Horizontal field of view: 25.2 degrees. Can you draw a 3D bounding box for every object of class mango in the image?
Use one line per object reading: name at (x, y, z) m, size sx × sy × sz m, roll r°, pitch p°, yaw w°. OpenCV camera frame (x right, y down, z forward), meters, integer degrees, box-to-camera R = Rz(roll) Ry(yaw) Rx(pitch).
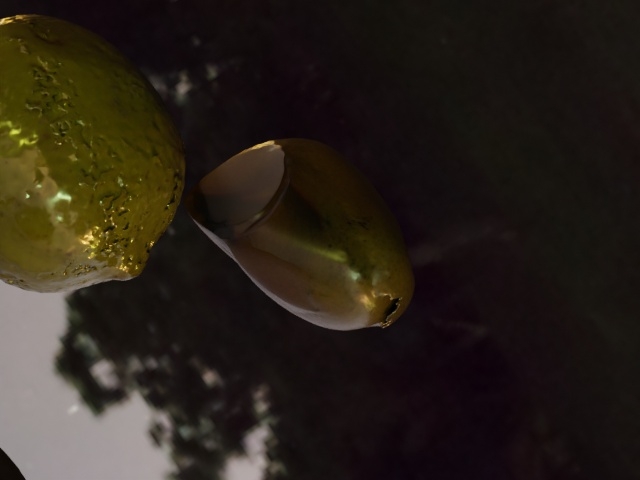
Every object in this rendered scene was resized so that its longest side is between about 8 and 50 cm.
mango at (0.000, 0.000, 1.249) m, size 0.166 × 0.136 × 0.236 m, roll 47°, pitch 177°, yaw -28°

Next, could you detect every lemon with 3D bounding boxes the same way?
lemon at (-0.276, -0.088, 1.417) m, size 0.310 × 0.258 × 0.258 m, roll 45°, pitch 180°, yaw 17°

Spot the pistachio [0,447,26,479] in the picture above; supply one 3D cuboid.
pistachio at (-0.319, 0.225, 1.120) m, size 0.260 × 0.163 × 0.213 m, roll 64°, pitch -146°, yaw -18°
